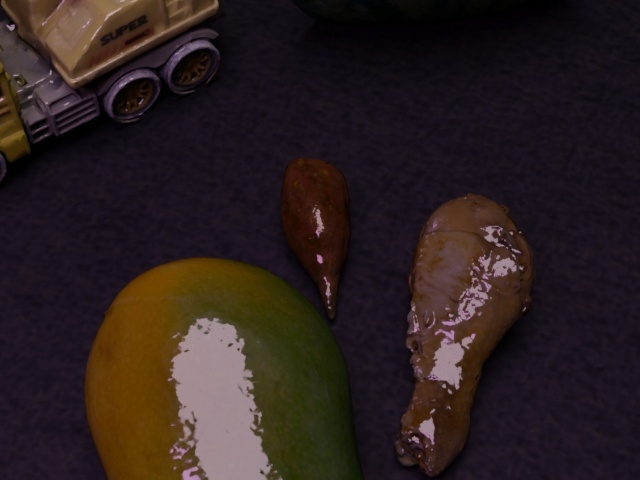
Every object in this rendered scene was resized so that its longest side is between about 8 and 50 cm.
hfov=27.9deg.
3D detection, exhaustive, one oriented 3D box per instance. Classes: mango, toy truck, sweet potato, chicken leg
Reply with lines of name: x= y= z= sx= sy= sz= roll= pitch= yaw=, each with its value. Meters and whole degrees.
mango: x=-0.050 y=0.124 z=0.759 sx=0.156 sy=0.114 sz=0.251 roll=-12 pitch=66 yaw=-18
toy truck: x=-0.202 y=-0.155 z=0.931 sx=0.272 sy=0.157 sz=0.124 roll=-30 pitch=59 yaw=-18
sweet potato: x=0.000 y=0.000 z=0.884 sx=0.049 sy=0.049 sz=0.117 roll=-7 pitch=65 yaw=-2
chicken leg: x=0.088 y=0.057 z=0.824 sx=0.085 sy=0.069 sz=0.198 roll=11 pitch=63 yaw=12

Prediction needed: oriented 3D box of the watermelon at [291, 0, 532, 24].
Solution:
watermelon: x=0.077 y=-0.281 z=0.971 sx=0.262 sy=0.213 sz=0.201 roll=-11 pitch=55 yaw=-5
